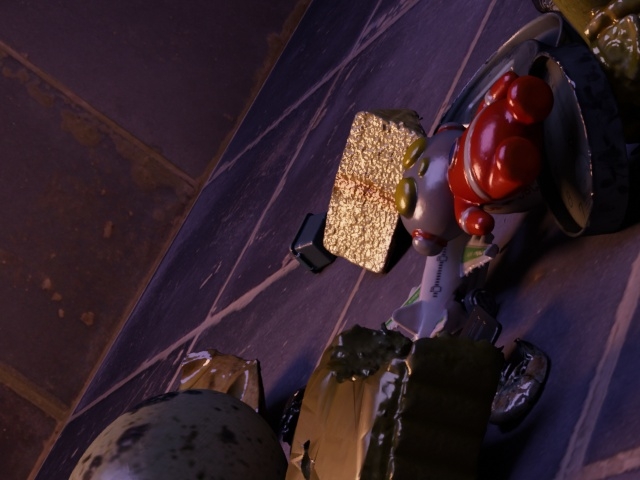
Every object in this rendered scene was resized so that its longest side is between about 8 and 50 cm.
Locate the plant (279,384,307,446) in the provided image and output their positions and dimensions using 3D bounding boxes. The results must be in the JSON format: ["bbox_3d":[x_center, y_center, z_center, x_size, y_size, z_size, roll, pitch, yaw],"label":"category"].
[{"bbox_3d":[-0.009,0.236,1.995,0.094,0.092,0.143,-48,5,-4],"label":"plant"}]

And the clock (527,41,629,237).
[{"bbox_3d":[0.276,-0.108,1.656,0.042,0.215,0.215,-12,10,-9],"label":"clock"}]

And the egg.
[{"bbox_3d":[-0.176,0.339,1.868,0.287,0.288,0.379,-45,21,35],"label":"egg"}]

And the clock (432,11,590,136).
[{"bbox_3d":[0.262,-0.188,2.166,0.312,0.061,0.312,-50,14,17],"label":"clock"}]

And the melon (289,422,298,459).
[{"bbox_3d":[0.020,0.238,1.866,0.162,0.099,0.099,-52,13,23],"label":"melon"}]

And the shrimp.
[{"bbox_3d":[0.205,0.142,1.631,0.091,0.034,0.161,-39,22,10],"label":"shrimp"}]

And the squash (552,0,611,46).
[{"bbox_3d":[0.344,-0.340,1.932,0.137,0.287,0.137,-19,56,31],"label":"squash"}]

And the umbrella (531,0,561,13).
[{"bbox_3d":[0.366,-0.365,2.281,0.188,0.046,0.050,-136,62,-76],"label":"umbrella"}]

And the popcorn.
[{"bbox_3d":[0.362,-0.202,1.666,0.168,0.173,0.195,-42,-16,-27],"label":"popcorn"}]

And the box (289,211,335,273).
[{"bbox_3d":[0.000,0.000,2.592,0.054,0.074,0.099,-19,35,44],"label":"box"}]

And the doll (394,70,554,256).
[{"bbox_3d":[0.163,-0.082,1.743,0.336,0.105,0.199,144,141,-66],"label":"doll"}]

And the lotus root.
[{"bbox_3d":[-0.177,0.327,2.274,0.210,0.142,0.314,13,56,35],"label":"lotus root"}]

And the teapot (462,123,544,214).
[{"bbox_3d":[0.251,-0.097,1.868,0.159,0.116,0.245,-35,15,-32],"label":"teapot"}]

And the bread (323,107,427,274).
[{"bbox_3d":[0.119,-0.084,2.321,0.178,0.135,0.240,-16,-54,-56],"label":"bread"}]

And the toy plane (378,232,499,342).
[{"bbox_3d":[0.161,0.049,1.853,0.251,0.101,0.255,-40,15,46],"label":"toy plane"}]

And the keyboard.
[{"bbox_3d":[0.144,0.152,1.669,0.103,0.041,0.381,-129,59,-74],"label":"keyboard"}]

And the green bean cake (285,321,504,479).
[{"bbox_3d":[0.070,0.196,1.577,0.236,0.124,0.233,-7,67,66],"label":"green bean cake"}]
